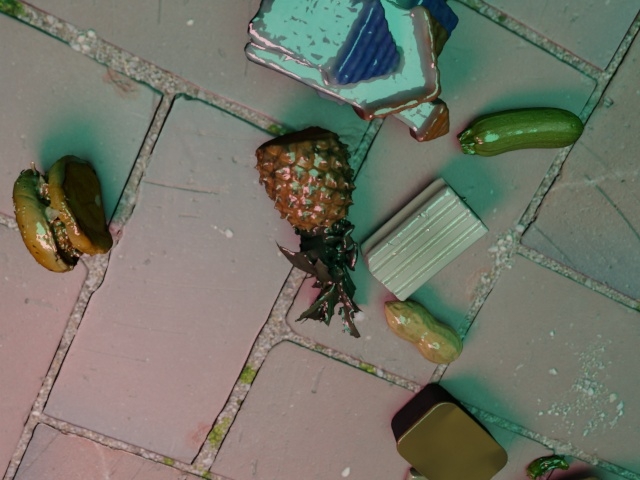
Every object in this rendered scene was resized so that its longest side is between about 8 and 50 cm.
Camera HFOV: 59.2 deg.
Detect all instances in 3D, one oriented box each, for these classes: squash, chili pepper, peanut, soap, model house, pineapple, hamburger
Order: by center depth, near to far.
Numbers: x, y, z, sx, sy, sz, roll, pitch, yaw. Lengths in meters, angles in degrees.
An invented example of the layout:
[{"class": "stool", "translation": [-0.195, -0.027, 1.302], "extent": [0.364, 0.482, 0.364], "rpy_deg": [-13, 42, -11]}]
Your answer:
[{"class": "model house", "translation": [0.093, -0.282, 0.800], "extent": [0.329, 0.295, 0.251], "rpy_deg": [31, 104, -10]}, {"class": "hamburger", "translation": [-0.409, -0.047, 0.880], "extent": [0.113, 0.177, 0.185], "rpy_deg": [-17, 133, 6]}, {"class": "pineapple", "translation": [0.001, 0.000, 0.935], "extent": [0.166, 0.165, 0.364], "rpy_deg": [-13, 107, -2]}, {"class": "squash", "translation": [0.342, -0.187, 0.966], "extent": [0.219, 0.068, 0.077], "rpy_deg": [-9, 110, -3]}, {"class": "soap", "translation": [0.176, -0.001, 0.980], "extent": [0.198, 0.066, 0.119], "rpy_deg": [-42, 112, 14]}, {"class": "peanut", "translation": [0.188, 0.167, 1.036], "extent": [0.187, 0.082, 0.082], "rpy_deg": [39, 98, -15]}, {"class": "chili pepper", "translation": [0.471, 0.473, 1.176], "extent": [0.091, 0.034, 0.030], "rpy_deg": [-17, 139, -2]}]

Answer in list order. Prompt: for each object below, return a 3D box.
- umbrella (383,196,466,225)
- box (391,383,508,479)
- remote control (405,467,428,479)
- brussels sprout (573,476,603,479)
[{"class": "umbrella", "translation": [0.186, -0.044, 1.012], "extent": [0.165, 0.025, 0.027], "rpy_deg": [-23, 133, 2]}, {"class": "box", "translation": [0.245, 0.388, 1.095], "extent": [0.201, 0.090, 0.144], "rpy_deg": [42, 97, -14]}, {"class": "remote control", "translation": [0.195, 0.582, 1.169], "extent": [0.098, 0.038, 0.233], "rpy_deg": [15, 102, -10]}, {"class": "brussels sprout", "translation": [0.503, 0.599, 1.126], "extent": [0.271, 0.210, 0.219], "rpy_deg": [-43, 110, -10]}]
